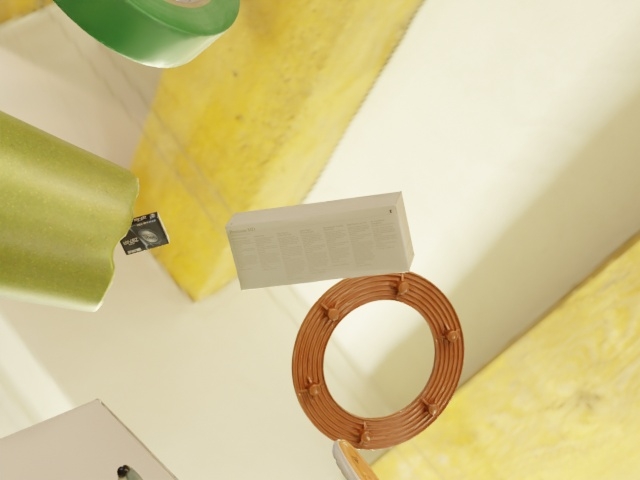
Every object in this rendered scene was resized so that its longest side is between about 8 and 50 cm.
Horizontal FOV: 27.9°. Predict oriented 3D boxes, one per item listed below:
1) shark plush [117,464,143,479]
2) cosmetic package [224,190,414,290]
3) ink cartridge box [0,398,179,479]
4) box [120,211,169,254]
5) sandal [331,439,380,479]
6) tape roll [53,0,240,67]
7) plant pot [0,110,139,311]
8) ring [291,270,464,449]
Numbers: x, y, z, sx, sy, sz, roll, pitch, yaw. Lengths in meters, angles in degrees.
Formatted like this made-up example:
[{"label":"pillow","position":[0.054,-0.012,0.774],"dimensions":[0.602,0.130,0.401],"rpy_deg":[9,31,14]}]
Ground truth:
[{"label":"shark plush","position":[-0.125,0.239,0.985],"dimensions":[0.067,0.073,0.161],"rpy_deg":[21,-27,26]},{"label":"cosmetic package","position":[0.000,0.000,1.737],"dimensions":[0.239,0.060,0.099],"rpy_deg":[-6,-68,16]},{"label":"ink cartridge box","position":[-0.275,0.347,1.338],"dimensions":[0.197,0.198,0.270],"rpy_deg":[41,-54,25]},{"label":"box","position":[-0.321,-0.012,2.314],"dimensions":[0.018,0.083,0.067],"rpy_deg":[-101,175,-49]},{"label":"sandal","position":[0.112,0.362,1.758],"dimensions":[0.265,0.076,0.102],"rpy_deg":[53,12,24]},{"label":"tape roll","position":[-0.242,-0.370,1.617],"dimensions":[0.077,0.321,0.321],"rpy_deg":[-34,-89,30]},{"label":"plant pot","position":[-0.364,-0.033,1.553],"dimensions":[0.254,0.276,0.276],"rpy_deg":[17,-27,-14]},{"label":"ring","position":[0.110,0.215,2.299],"dimensions":[0.336,0.336,0.032],"rpy_deg":[66,-16,-18]}]
